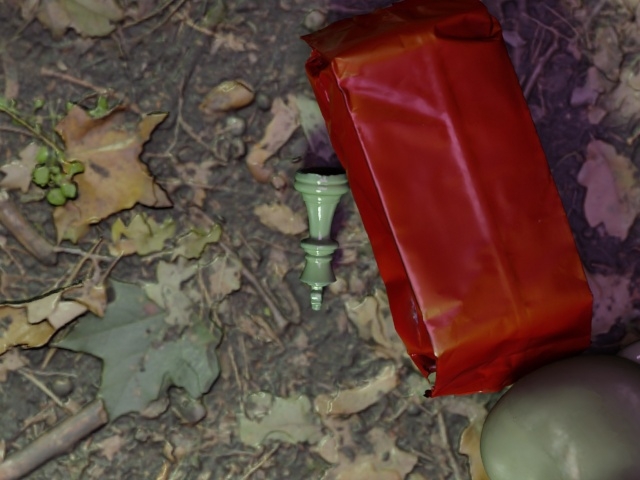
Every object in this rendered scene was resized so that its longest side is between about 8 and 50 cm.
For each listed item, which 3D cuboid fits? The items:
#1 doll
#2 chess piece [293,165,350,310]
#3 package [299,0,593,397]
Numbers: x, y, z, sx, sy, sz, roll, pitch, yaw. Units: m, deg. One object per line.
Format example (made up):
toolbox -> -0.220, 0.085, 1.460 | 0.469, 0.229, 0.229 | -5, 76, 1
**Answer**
doll -> 0.293, 0.270, 1.626 | 0.226, 0.370, 0.215 | -24, 137, 18
chess piece -> 0.000, 0.000, 1.737 | 0.059, 0.059, 0.149 | 2, 99, 0
package -> 0.134, -0.043, 1.682 | 0.196, 0.123, 0.424 | -20, 97, -13
